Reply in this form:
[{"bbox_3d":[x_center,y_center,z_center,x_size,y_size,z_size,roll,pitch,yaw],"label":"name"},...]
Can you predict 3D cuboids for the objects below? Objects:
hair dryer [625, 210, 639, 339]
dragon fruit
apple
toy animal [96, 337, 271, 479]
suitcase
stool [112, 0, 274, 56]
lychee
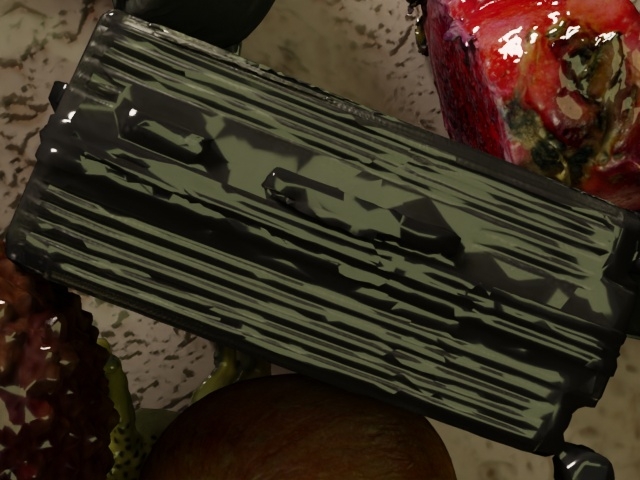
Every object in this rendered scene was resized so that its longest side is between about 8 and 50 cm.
[{"bbox_3d":[0.345,0.004,1.152,0.248,0.078,0.196,17,86,-34],"label":"hair dryer"},{"bbox_3d":[0.148,-0.104,0.985,0.147,0.282,0.211,-29,140,2],"label":"dragon fruit"},{"bbox_3d":[-0.011,0.183,0.864,0.188,0.211,0.211,4,92,-47],"label":"apple"},{"bbox_3d":[-0.096,0.128,0.960,0.181,0.073,0.136,-8,105,-36],"label":"toy animal"},{"bbox_3d":[0.000,0.000,0.790,0.335,0.229,0.152,21,91,-12],"label":"suitcase"},{"bbox_3d":[-0.099,-0.186,0.884,0.139,0.153,0.228,8,90,-24],"label":"stool"},{"bbox_3d":[-0.222,0.111,0.776,0.271,0.271,0.271,-2,94,-24],"label":"lychee"}]
